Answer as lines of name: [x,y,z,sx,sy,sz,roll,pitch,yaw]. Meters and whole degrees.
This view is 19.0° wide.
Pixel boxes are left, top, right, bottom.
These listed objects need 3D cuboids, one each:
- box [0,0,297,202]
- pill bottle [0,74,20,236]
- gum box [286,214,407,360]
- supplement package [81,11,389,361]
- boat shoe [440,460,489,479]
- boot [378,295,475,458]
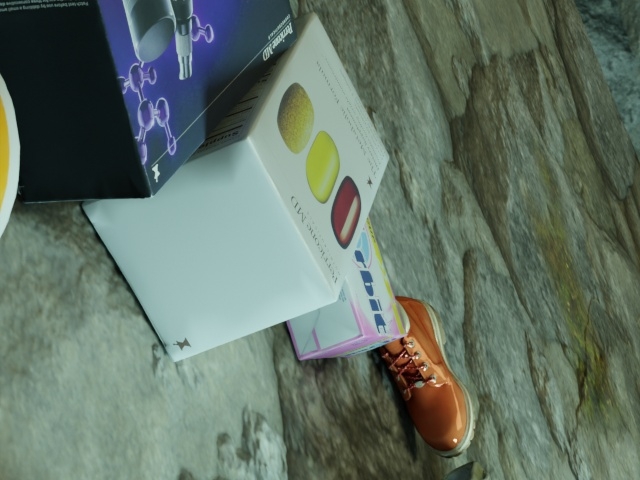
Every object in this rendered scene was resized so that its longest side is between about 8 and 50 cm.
box: [-0.120,-0.163,1.255,0.261,0.103,0.184,-55,140,-54]
pill bottle: [-0.260,-0.040,0.805,0.278,0.162,0.162,-1,72,-68]
gum box: [0.000,0.000,1.573,0.107,0.062,0.188,5,66,-68]
supplement package: [-0.053,-0.043,1.377,0.139,0.133,0.244,61,22,-20]
boat shoe: [0.103,0.251,1.571,0.094,0.109,0.302,55,10,6]
boot: [0.083,0.118,1.692,0.084,0.059,0.158,29,36,-56]
